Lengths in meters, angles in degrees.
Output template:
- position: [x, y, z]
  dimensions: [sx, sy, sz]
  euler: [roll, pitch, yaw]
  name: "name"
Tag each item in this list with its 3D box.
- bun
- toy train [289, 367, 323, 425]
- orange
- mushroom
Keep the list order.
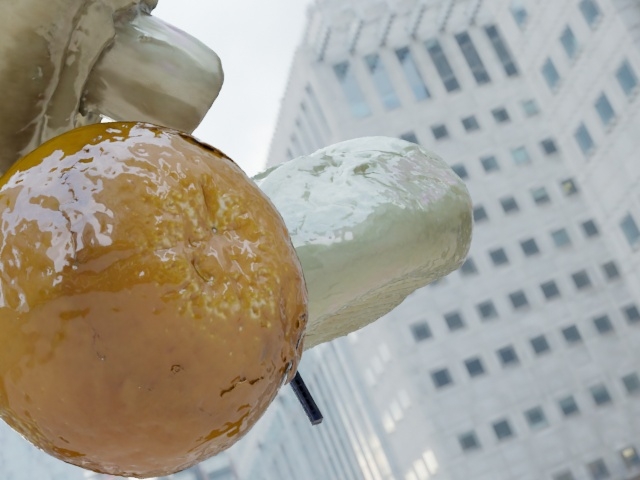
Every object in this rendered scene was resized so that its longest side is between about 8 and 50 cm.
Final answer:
- position: [0.000, 0.000, 1.551]
  dimensions: [0.361, 0.213, 0.361]
  euler: [-26, -10, -5]
  name: "bun"
- position: [-0.022, 0.189, 1.641]
  dimensions: [0.017, 0.083, 0.017]
  euler: [-20, -28, -19]
  name: "toy train"
- position: [-0.116, 0.037, 0.825]
  dimensions: [0.219, 0.219, 0.193]
  euler: [-10, -31, -31]
  name: "orange"
- position: [-0.183, -0.136, 0.938]
  dimensions: [0.260, 0.234, 0.254]
  euler: [103, -167, -79]
  name: "mushroom"
